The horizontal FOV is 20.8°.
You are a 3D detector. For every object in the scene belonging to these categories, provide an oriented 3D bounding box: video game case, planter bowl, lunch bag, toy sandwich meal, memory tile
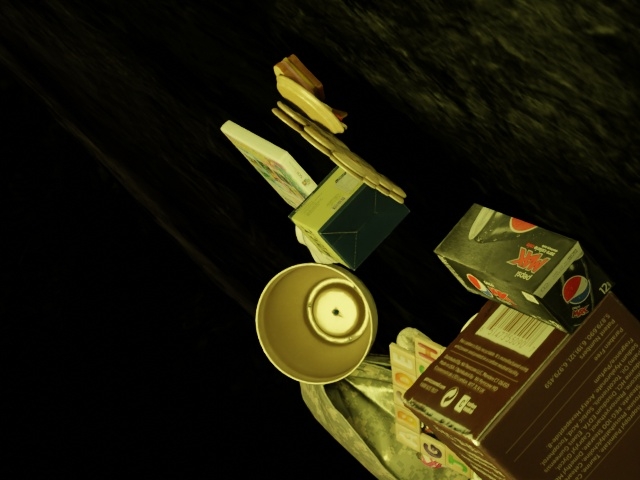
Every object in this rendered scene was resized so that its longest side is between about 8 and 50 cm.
[{"bbox_3d":[-0.038,-0.072,2.050,0.143,0.019,0.157,48,171,-33],"label":"video game case"},{"bbox_3d":[0.007,0.103,2.336,0.162,0.162,0.109,41,-162,9],"label":"planter bowl"},{"bbox_3d":[0.102,0.260,2.588,0.287,0.169,0.235,39,173,-5],"label":"lunch bag"},{"bbox_3d":[-0.006,-0.129,1.558,0.085,0.029,0.085,39,173,6],"label":"toy sandwich meal"},{"bbox_3d":[0.019,-0.081,1.619,0.113,0.012,0.148,40,-173,22],"label":"memory tile"}]

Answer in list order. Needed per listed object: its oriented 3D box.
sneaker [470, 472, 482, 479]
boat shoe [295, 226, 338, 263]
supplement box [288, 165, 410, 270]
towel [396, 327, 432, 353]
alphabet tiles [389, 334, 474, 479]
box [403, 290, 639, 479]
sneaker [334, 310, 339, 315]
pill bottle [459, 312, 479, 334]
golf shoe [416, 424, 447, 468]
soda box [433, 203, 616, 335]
[{"bbox_3d":[0.234,0.320,2.147,0.169,0.257,0.447,0,-174,-19],"label":"sneaker"},{"bbox_3d":[0.000,0.000,2.214,0.035,0.035,0.100,7,150,27],"label":"boat shoe"},{"bbox_3d":[0.028,-0.026,1.728,0.056,0.083,0.083,48,172,-25],"label":"supplement box"},{"bbox_3d":[0.212,0.226,2.311,0.282,0.049,0.187,42,171,14],"label":"towel"},{"bbox_3d":[0.174,0.222,2.220,0.198,0.009,0.237,25,143,27],"label":"alphabet tiles"},{"bbox_3d":[0.214,0.153,1.465,0.203,0.167,0.168,45,172,-17],"label":"box"},{"bbox_3d":[0.005,0.087,2.514,0.083,0.071,0.191,48,172,3],"label":"sneaker"},{"bbox_3d":[0.196,0.123,1.766,0.116,0.065,0.065,38,171,28],"label":"pill bottle"},{"bbox_3d":[0.178,0.289,2.383,0.086,0.067,0.186,40,171,15],"label":"golf shoe"},{"bbox_3d":[0.161,0.021,1.409,0.053,0.060,0.169,45,171,-26],"label":"soda box"}]
